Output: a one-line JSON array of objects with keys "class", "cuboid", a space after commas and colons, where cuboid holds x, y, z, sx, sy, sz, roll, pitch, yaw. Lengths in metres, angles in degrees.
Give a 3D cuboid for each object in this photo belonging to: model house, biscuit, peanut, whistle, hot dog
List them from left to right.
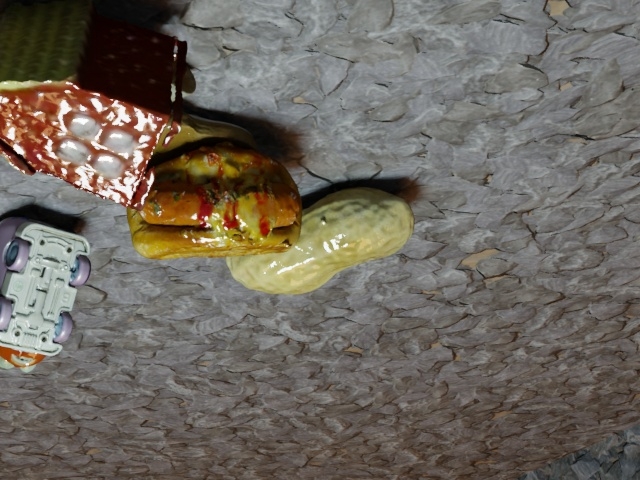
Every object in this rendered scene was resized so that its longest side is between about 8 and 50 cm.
[{"class": "whistle", "cuboid": [-0.533, 0.175, 2.271, 0.102, 0.106, 0.253, 45, 137, -6]}, {"class": "model house", "cuboid": [-0.298, -0.179, 1.494, 0.254, 0.196, 0.160, 21, 126, -19]}, {"class": "biscuit", "cuboid": [-0.191, -0.127, 1.811, 0.208, 0.049, 0.181, 7, 149, -33]}, {"class": "hot dog", "cuboid": [-0.141, -0.051, 1.778, 0.257, 0.150, 0.153, -3, 162, -15]}, {"class": "peanut", "cuboid": [0.000, 0.000, 2.011, 0.313, 0.149, 0.149, -22, 150, 16]}]

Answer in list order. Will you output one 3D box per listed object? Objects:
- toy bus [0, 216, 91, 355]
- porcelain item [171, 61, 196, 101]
[{"class": "toy bus", "cuboid": [-0.463, 0.068, 1.977, 0.142, 0.202, 0.142, 19, 176, -39]}, {"class": "porcelain item", "cuboid": [-0.273, -0.184, 1.680, 0.213, 0.054, 0.084, -20, 148, 26]}]
